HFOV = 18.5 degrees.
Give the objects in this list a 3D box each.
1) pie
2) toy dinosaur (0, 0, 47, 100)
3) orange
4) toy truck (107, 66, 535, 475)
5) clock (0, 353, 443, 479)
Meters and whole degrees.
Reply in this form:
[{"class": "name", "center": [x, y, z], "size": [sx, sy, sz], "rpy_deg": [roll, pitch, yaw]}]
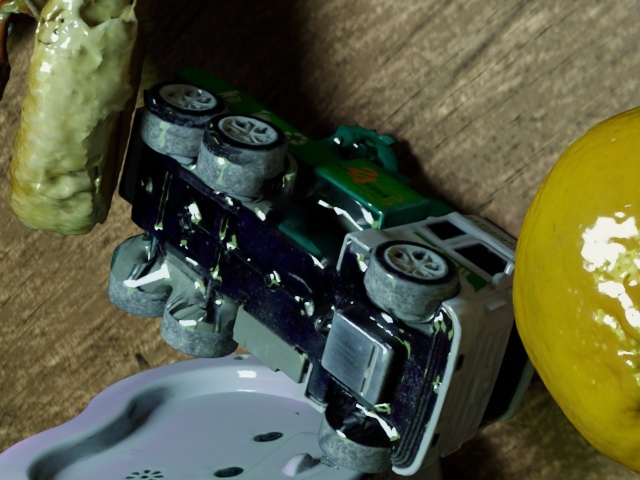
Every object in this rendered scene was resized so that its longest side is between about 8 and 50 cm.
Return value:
[{"class": "pie", "center": [-0.158, -0.157, 1.429], "size": [0.339, 0.083, 0.339], "rpy_deg": [-164, 90, -84]}, {"class": "toy dinosaur", "center": [-0.292, -0.229, 1.655], "size": [0.327, 0.113, 0.206], "rpy_deg": [-122, 46, -59]}, {"class": "orange", "center": [0.209, 0.029, 1.081], "size": [0.219, 0.193, 0.219], "rpy_deg": [2, 93, 43]}, {"class": "toy truck", "center": [-0.004, 0.002, 1.352], "size": [0.363, 0.178, 0.176], "rpy_deg": [38, 126, 37]}, {"class": "clock", "center": [-0.079, 0.180, 1.418], "size": [0.339, 0.339, 0.102], "rpy_deg": [14, 114, 50]}]
